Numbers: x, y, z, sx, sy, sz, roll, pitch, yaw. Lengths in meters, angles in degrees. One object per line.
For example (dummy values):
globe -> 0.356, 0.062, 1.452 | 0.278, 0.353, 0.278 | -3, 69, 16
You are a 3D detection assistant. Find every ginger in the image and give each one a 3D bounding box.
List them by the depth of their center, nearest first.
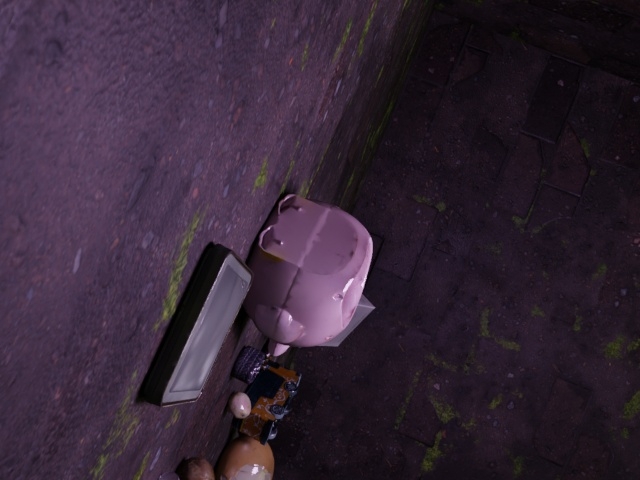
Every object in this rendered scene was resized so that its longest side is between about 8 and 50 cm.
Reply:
ginger -> -0.325, 0.682, 1.500 | 0.244, 0.155, 0.304 | 74, 30, -70

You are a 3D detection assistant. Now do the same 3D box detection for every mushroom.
mushroom -> -0.247, 0.497, 1.863 | 0.083, 0.067, 0.084 | -14, 90, -78

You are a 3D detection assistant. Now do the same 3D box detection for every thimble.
thimble -> -0.200, 0.347, 1.723 | 0.104, 0.066, 0.095 | 43, 72, -83

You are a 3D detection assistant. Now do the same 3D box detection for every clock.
clock -> -0.027, 0.102, 1.472 | 0.377, 0.250, 0.368 | 104, 10, -53

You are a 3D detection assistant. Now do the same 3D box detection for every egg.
egg -> -0.264, 0.801, 2.199 | 0.244, 0.201, 0.201 | -76, -177, -50

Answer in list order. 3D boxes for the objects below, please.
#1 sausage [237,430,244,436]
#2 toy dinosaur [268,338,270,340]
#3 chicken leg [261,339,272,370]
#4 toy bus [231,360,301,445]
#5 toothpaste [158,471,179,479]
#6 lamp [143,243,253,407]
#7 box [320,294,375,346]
sausage -> -0.256, 0.648, 2.325 | 0.077, 0.077, 0.194 | 84, 31, -78
toy dinosaur -> -0.131, 0.325, 2.149 | 0.383, 0.076, 0.129 | 90, 24, -54
chicken leg -> -0.175, 0.393, 2.226 | 0.106, 0.051, 0.253 | -62, 176, 5
toy bus -> -0.187, 0.568, 2.201 | 0.275, 0.167, 0.139 | -51, 163, -56
toothpaste -> -0.318, 0.592, 1.343 | 0.071, 0.045, 0.194 | -20, 121, -28
lamp -> -0.200, 0.152, 1.069 | 0.266, 0.047, 0.269 | 87, 25, -78
box -> 0.030, 0.247, 2.050 | 0.200, 0.106, 0.299 | -48, 154, 12
